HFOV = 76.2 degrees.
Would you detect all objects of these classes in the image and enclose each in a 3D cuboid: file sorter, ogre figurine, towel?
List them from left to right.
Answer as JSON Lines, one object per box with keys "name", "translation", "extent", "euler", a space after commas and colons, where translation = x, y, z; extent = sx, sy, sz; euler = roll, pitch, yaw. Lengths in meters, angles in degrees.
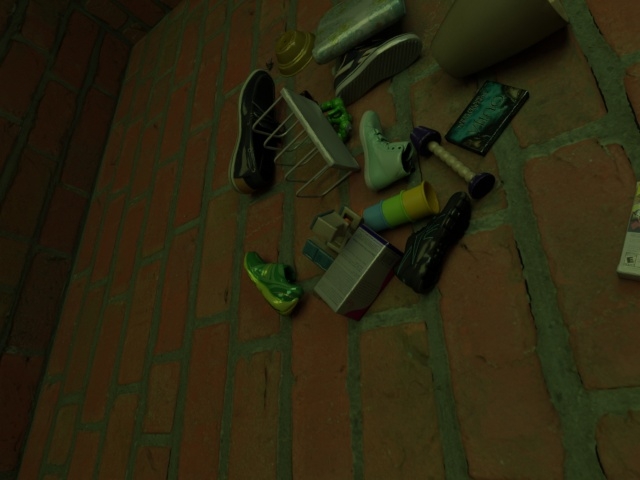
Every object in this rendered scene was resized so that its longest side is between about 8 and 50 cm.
{"name": "file sorter", "translation": [-0.047, -0.285, 1.259], "extent": [0.173, 0.192, 0.278], "euler": [-39, 76, 26]}
{"name": "ogre figurine", "translation": [0.045, -0.393, 1.363], "extent": [0.118, 0.096, 0.197], "euler": [-30, 46, 35]}
{"name": "towel", "translation": [0.131, -0.773, 1.415], "extent": [0.320, 0.090, 0.375], "euler": [-24, 38, 27]}

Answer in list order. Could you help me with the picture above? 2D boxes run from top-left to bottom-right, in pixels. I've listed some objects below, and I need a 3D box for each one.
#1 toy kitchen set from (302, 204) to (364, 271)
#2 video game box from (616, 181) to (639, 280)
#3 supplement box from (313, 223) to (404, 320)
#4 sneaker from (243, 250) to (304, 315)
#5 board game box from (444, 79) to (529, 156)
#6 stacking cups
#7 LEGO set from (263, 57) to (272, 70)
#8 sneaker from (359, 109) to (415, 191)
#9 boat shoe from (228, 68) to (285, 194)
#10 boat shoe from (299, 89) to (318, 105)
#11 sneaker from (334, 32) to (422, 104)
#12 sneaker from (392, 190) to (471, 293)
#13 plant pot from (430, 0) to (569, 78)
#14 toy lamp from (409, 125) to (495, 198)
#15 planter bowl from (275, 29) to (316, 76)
{"name": "toy kitchen set", "translation": [0.000, 0.000, 1.091], "extent": [0.122, 0.166, 0.207], "euler": [37, 124, 21]}
{"name": "video game box", "translation": [0.658, -0.006, 0.710], "extent": [0.205, 0.048, 0.187], "euler": [13, 80, 42]}
{"name": "supplement box", "translation": [0.104, 0.086, 1.075], "extent": [0.220, 0.111, 0.114], "euler": [-54, 47, 5]}
{"name": "sneaker", "translation": [-0.144, 0.120, 1.286], "extent": [0.123, 0.110, 0.295], "euler": [-39, 45, -10]}
{"name": "board game box", "translation": [0.428, -0.320, 1.061], "extent": [0.186, 0.026, 0.126], "euler": [-54, 46, 5]}
{"name": "stacking cups", "translation": [0.159, -0.058, 1.115], "extent": [0.316, 0.096, 0.096], "euler": [-23, 57, 32]}
{"name": "LEGO set", "translation": [-0.234, -0.773, 1.826], "extent": [0.083, 0.023, 0.054], "euler": [-37, 47, 37]}
{"name": "sneaker", "translation": [0.200, -0.280, 1.181], "extent": [0.151, 0.094, 0.256], "euler": [-17, 69, 39]}
{"name": "boat shoe", "translation": [-0.223, -0.417, 1.542], "extent": [0.155, 0.186, 0.501], "euler": [-3, 73, 33]}
{"name": "boat shoe", "translation": [-0.040, -0.482, 1.489], "extent": [0.073, 0.073, 0.207], "euler": [-43, 49, 18]}
{"name": "sneaker", "translation": [0.170, -0.588, 1.332], "extent": [0.320, 0.126, 0.128], "euler": [-25, 61, 30]}
{"name": "sneaker", "translation": [0.268, -0.007, 0.994], "extent": [0.106, 0.101, 0.268], "euler": [30, 90, 46]}
{"name": "plant pot", "translation": [0.430, -0.557, 1.049], "extent": [0.274, 0.256, 0.257], "euler": [-35, 49, 43]}
{"name": "toy lamp", "translation": [0.327, -0.214, 1.058], "extent": [0.080, 0.080, 0.275], "euler": [-46, 47, 13]}
{"name": "planter bowl", "translation": [-0.122, -0.801, 1.696], "extent": [0.217, 0.090, 0.218], "euler": [-17, 60, 32]}
